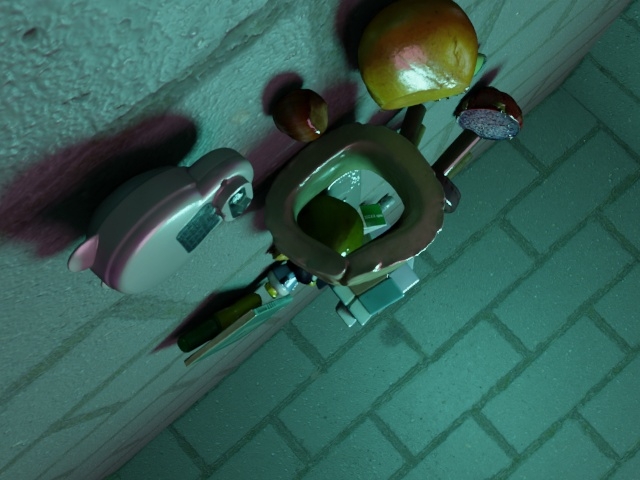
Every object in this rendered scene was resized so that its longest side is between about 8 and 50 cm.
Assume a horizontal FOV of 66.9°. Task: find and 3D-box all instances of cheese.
[{"bbox_3d":[0.062,-0.057,0.965,0.332,0.292,0.153,-33,170,-3],"label":"cheese"}]

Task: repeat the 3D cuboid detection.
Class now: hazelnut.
[{"bbox_3d":[-0.029,-0.186,0.718,0.086,0.086,0.086,-40,170,-9],"label":"hazelnut"}]

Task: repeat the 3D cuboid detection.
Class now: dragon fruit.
[{"bbox_3d":[0.574,-0.445,1.617,0.224,0.219,0.148,29,77,-42],"label":"dragon fruit"}]

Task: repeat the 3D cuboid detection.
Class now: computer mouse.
[{"bbox_3d":[0.042,-0.117,1.262,0.128,0.079,0.230,-35,153,-24],"label":"computer mouse"}]

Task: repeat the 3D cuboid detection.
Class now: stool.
[{"bbox_3d":[0.264,-0.207,1.226,0.178,0.272,0.272,-57,169,2],"label":"stool"}]

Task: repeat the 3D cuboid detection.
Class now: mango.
[{"bbox_3d":[0.144,-0.291,0.745,0.187,0.137,0.257,-26,172,20],"label":"mango"}]

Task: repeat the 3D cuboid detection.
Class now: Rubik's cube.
[{"bbox_3d":[0.160,0.103,1.804,0.368,0.358,0.387,-43,-174,-34],"label":"Rubik's cube"}]

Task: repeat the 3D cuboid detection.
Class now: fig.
[{"bbox_3d":[0.000,0.000,1.138,0.203,0.203,0.225,-47,-159,26],"label":"fig"}]

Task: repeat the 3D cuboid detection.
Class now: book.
[{"bbox_3d":[-0.238,0.271,1.510,0.264,0.031,0.379,-38,172,9],"label":"book"}]

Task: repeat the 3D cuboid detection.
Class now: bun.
[{"bbox_3d":[0.269,-0.153,2.010,0.083,0.045,0.083,-37,171,-7],"label":"bun"}]

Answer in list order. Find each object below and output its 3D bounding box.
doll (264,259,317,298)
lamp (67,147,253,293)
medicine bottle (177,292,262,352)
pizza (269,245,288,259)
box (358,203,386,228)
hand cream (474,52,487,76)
[{"bbox_3d":[-0.039,0.076,1.576,0.314,0.141,0.177,-36,-177,1],"label":"doll"},{"bbox_3d":[-0.196,-0.036,0.616,0.246,0.108,0.179,-41,174,-14],"label":"lamp"},{"bbox_3d":[-0.306,0.254,1.502,0.309,0.076,0.111,-31,170,-48],"label":"medicine bottle"},{"bbox_3d":[-0.055,-0.018,1.332,0.188,0.062,0.198,-16,155,-11],"label":"pizza"},{"bbox_3d":[0.088,-0.050,1.482,0.135,0.081,0.199,-25,172,40],"label":"box"},{"bbox_3d":[0.352,-0.427,1.187,0.175,0.046,0.095,-21,159,-45],"label":"hand cream"}]
